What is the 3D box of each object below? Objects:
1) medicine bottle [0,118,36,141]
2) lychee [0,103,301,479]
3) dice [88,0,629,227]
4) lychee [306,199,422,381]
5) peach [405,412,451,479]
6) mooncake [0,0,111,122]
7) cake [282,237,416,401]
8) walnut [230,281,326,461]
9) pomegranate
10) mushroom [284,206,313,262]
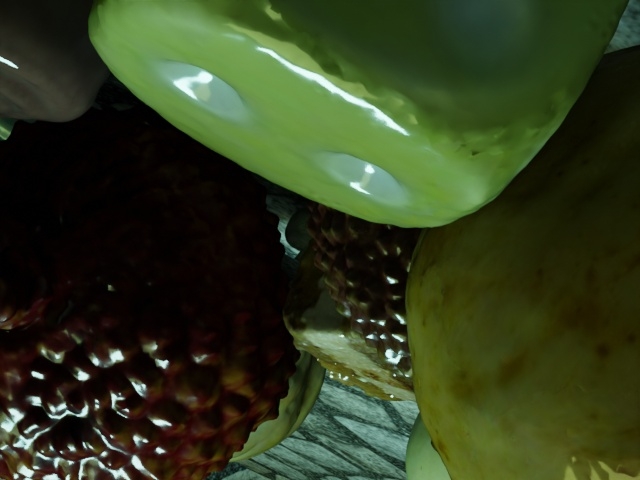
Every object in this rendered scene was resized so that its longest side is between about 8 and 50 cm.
[{"bbox_3d":[-0.364,-0.139,1.831,0.229,0.083,0.121,35,160,-28],"label":"medicine bottle"},{"bbox_3d":[-0.222,0.069,1.645,0.424,0.424,0.500,21,-172,16],"label":"lychee"},{"bbox_3d":[0.028,-0.159,0.867,0.233,0.238,0.227,28,166,-13],"label":"dice"},{"bbox_3d":[0.105,-0.010,1.234,0.236,0.271,0.236,3,145,2],"label":"lychee"},{"bbox_3d":[0.250,0.300,2.012,0.292,0.247,0.292,46,171,10],"label":"peach"},{"bbox_3d":[-0.335,-0.223,1.355,0.326,0.174,0.334,32,162,-30],"label":"mooncake"},{"bbox_3d":[0.139,0.056,1.494,0.293,0.199,0.196,9,155,43],"label":"cake"},{"bbox_3d":[-0.133,0.149,2.075,0.285,0.285,0.296,26,175,-4],"label":"walnut"},{"bbox_3d":[0.256,0.044,0.972,0.410,0.410,0.410,23,165,7],"label":"pomegranate"},{"bbox_3d":[0.000,0.000,1.754,0.083,0.067,0.083,29,170,5],"label":"mushroom"}]
